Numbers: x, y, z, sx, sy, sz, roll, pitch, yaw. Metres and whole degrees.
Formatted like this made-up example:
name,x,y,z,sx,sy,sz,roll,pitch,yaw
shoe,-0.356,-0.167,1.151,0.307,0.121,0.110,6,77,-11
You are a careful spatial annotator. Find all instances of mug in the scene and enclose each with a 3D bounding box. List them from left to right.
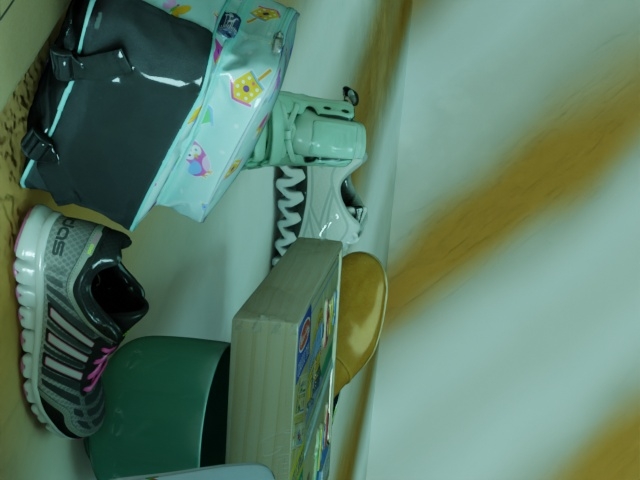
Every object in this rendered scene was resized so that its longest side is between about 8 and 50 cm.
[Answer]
name,x,y,z,sx,sy,sz,roll,pitch,yaw
mug,-0.123,0.148,0.812,0.129,0.097,0.157,84,15,-50

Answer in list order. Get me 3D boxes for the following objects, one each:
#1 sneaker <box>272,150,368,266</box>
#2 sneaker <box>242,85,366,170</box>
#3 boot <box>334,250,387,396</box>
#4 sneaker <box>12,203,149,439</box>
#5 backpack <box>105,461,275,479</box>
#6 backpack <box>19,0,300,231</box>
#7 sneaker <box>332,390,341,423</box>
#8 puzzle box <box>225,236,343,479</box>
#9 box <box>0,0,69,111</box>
name,x,y,z,sx,sy,sz,roll,pitch,yaw
sneaker,0.000,0.000,1.427,0.110,0.118,0.292,-62,157,-71
sneaker,-0.034,-0.112,1.054,0.256,0.151,0.094,-41,137,-75
boot,-0.013,0.134,1.293,0.295,0.104,0.211,-65,164,-5
sneaker,-0.147,0.059,0.691,0.063,0.075,0.170,-67,160,-62
backpack,-0.101,0.262,0.586,0.213,0.277,0.263,-110,-158,-49
backpack,-0.095,-0.116,0.683,0.188,0.144,0.166,-88,-160,-45
sneaker,-0.001,0.193,1.607,0.097,0.084,0.234,34,61,-78
puzzle box,-0.027,0.157,0.987,0.409,0.052,0.272,-57,151,-79
box,-0.179,-0.173,0.550,0.201,0.021,0.164,86,13,-45
